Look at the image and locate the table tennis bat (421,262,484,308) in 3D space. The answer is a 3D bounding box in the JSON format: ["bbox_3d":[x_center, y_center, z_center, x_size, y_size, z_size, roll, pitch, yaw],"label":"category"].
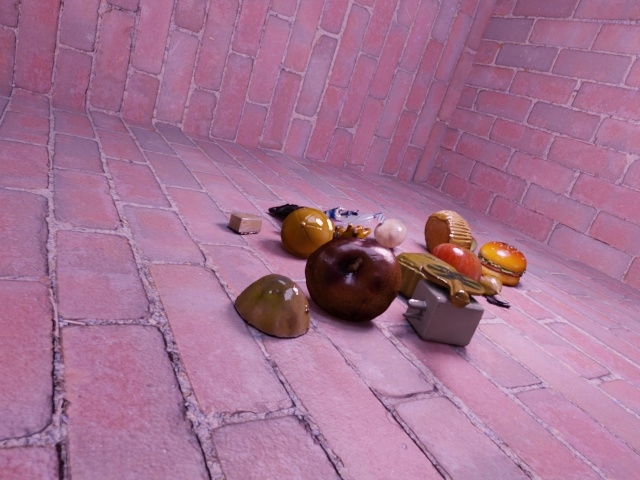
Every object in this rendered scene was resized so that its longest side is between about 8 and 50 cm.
[{"bbox_3d":[0.395,0.131,1.364,0.198,0.050,0.321,21,13,6],"label":"table tennis bat"}]

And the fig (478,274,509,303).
[{"bbox_3d":[0.706,0.187,1.840,0.093,0.093,0.166,9,3,-26],"label":"fig"}]

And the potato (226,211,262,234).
[{"bbox_3d":[-0.278,-0.065,1.716,0.086,0.061,0.122,28,19,34],"label":"potato"}]

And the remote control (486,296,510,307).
[{"bbox_3d":[0.701,0.246,1.818,0.096,0.014,0.039,17,14,-7],"label":"remote control"}]

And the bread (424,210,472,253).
[{"bbox_3d":[0.598,-0.019,2.159,0.142,0.228,0.253,4,21,-18],"label":"bread"}]

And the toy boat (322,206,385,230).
[{"bbox_3d":[0.136,-0.108,2.111,0.291,0.071,0.210,-13,31,-13],"label":"toy boat"}]

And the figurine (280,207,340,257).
[{"bbox_3d":[-0.034,-0.037,1.704,0.192,0.167,0.257,10,12,19],"label":"figurine"}]

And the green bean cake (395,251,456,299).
[{"bbox_3d":[0.377,0.138,1.645,0.236,0.124,0.233,3,23,-41],"label":"green bean cake"}]

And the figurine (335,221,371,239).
[{"bbox_3d":[0.132,-0.031,1.927,0.122,0.122,0.176,-31,24,-37],"label":"figurine"}]

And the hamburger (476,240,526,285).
[{"bbox_3d":[0.848,0.093,2.165,0.245,0.170,0.246,15,20,-6],"label":"hamburger"}]

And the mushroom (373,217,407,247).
[{"bbox_3d":[0.319,-0.026,2.085,0.154,0.123,0.154,-13,40,11],"label":"mushroom"}]

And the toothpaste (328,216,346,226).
[{"bbox_3d":[-0.022,-0.068,1.902,0.114,0.073,0.299,19,21,41],"label":"toothpaste"}]

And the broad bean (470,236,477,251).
[{"bbox_3d":[0.755,-0.004,2.489,0.169,0.100,0.228,5,23,-17],"label":"broad bean"}]

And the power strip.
[{"bbox_3d":[0.340,0.209,1.369,0.224,0.139,0.140,13,19,-17],"label":"power strip"}]

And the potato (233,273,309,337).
[{"bbox_3d":[-0.110,0.146,1.167,0.182,0.117,0.202,-5,30,-45],"label":"potato"}]

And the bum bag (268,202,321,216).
[{"bbox_3d":[-0.110,-0.125,1.967,0.123,0.060,0.248,-2,10,-44],"label":"bum bag"}]

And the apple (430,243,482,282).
[{"bbox_3d":[0.524,0.108,1.807,0.209,0.164,0.209,20,-5,2],"label":"apple"}]

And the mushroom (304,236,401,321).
[{"bbox_3d":[0.104,0.120,1.350,0.267,0.267,0.254,30,-12,34],"label":"mushroom"}]
